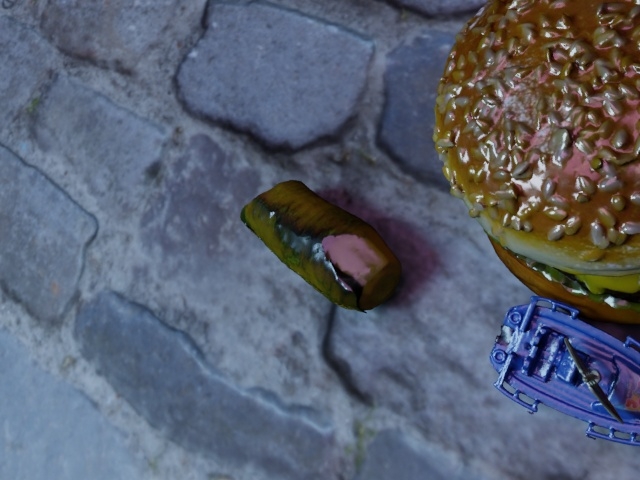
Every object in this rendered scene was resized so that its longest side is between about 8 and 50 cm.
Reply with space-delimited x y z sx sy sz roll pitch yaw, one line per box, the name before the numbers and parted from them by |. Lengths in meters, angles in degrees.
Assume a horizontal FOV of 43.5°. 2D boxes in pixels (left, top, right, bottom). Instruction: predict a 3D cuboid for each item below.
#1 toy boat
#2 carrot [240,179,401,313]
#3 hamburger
toy boat | 0.204 0.107 0.599 0.175 0.110 0.091 24 97 27
carrot | 0.000 0.000 0.763 0.082 0.082 0.173 -49 57 -2
hamburger | 0.232 -0.080 0.608 0.291 0.225 0.291 -9 64 18
